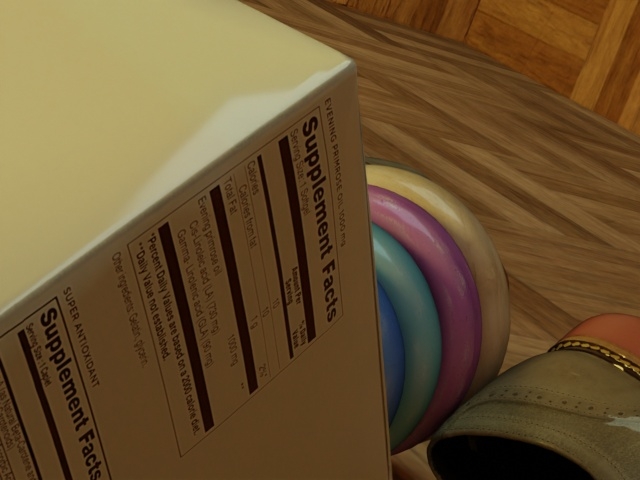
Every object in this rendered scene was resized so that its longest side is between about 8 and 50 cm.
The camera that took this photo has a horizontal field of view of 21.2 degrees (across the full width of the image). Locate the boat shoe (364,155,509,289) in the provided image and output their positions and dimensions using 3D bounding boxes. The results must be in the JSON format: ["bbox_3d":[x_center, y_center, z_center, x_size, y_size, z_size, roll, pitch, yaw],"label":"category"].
[{"bbox_3d":[0.000,0.000,0.988,0.116,0.123,0.324,33,19,36],"label":"boat shoe"}]

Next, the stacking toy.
[{"bbox_3d":[-0.035,0.053,0.699,0.141,0.141,0.330,25,17,19],"label":"stacking toy"}]

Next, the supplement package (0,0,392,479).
[{"bbox_3d":[-0.122,0.028,0.411,0.194,0.149,0.203,31,54,34],"label":"supplement package"}]

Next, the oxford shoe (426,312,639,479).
[{"bbox_3d":[0.186,0.162,0.702,0.130,0.123,0.348,-22,39,-32],"label":"oxford shoe"}]
